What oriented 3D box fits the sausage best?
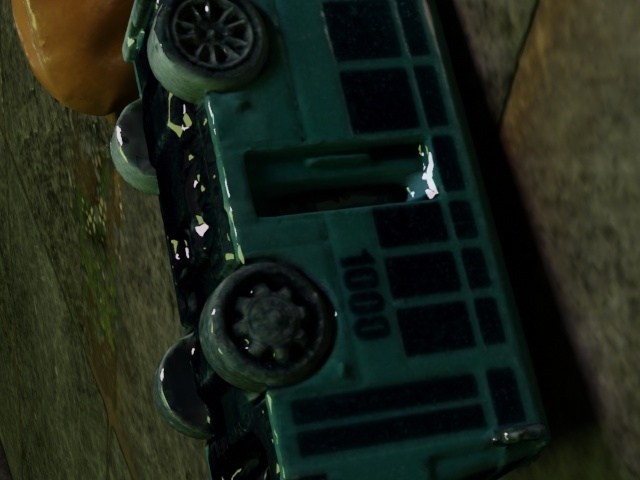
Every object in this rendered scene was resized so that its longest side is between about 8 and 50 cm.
[{"bbox_3d":[-0.140,-0.194,0.793,0.120,0.136,0.241,24,127,56],"label":"sausage"}]

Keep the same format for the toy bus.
[{"bbox_3d":[0.000,0.000,0.527,0.128,0.147,0.256,130,129,-64],"label":"toy bus"}]
